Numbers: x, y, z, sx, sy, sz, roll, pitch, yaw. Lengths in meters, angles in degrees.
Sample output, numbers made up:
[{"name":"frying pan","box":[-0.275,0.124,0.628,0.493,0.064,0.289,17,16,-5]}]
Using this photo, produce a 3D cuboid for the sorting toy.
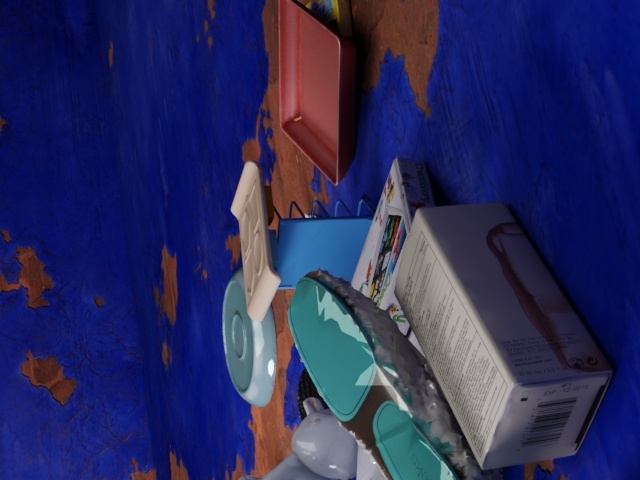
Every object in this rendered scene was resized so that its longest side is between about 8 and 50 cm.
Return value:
[{"name":"sorting toy","box":[-0.098,0.002,1.893,0.193,0.038,0.208,116,145,-62]}]

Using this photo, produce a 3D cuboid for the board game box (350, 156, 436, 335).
[{"name":"board game box","box":[0.095,0.059,1.708,0.193,0.053,0.305,-95,19,-54]}]

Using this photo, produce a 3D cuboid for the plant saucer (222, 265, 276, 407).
[{"name":"plant saucer","box":[-0.162,0.209,2.586,0.317,0.043,0.318,176,90,-71]}]

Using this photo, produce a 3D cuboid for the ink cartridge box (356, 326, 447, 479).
[{"name":"ink cartridge box","box":[0.126,0.241,1.702,0.324,0.071,0.330,117,161,-55]}]

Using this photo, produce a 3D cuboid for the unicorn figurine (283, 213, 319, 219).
[{"name":"unicorn figurine","box":[-0.033,0.011,2.158,0.162,0.060,0.111,165,101,-70]}]

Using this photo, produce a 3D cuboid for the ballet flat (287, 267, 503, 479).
[{"name":"ballet flat","box":[0.099,0.204,1.477,0.409,0.147,0.147,56,146,34]}]

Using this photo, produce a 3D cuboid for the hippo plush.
[{"name":"hippo plush","box":[0.003,0.399,1.906,0.234,0.236,0.294,40,175,9]}]

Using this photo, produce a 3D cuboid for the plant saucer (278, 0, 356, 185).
[{"name":"plant saucer","box":[-0.003,-0.260,1.994,0.258,0.047,0.259,-131,35,-53]}]

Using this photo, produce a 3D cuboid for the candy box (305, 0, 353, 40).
[{"name":"candy box","box":[0.005,-0.369,2.033,0.206,0.027,0.105,157,109,-69]}]

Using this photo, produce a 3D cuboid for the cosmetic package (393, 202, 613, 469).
[{"name":"cosmetic package","box":[0.206,0.104,1.403,0.296,0.129,0.153,-114,26,-43]}]

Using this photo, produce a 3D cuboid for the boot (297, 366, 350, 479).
[{"name":"boot","box":[-0.010,0.349,2.135,0.161,0.083,0.247,130,134,-71]}]

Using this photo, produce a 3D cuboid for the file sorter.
[{"name":"file sorter","box":[0.000,0.000,1.903,0.104,0.170,0.118,-125,36,-60]}]
